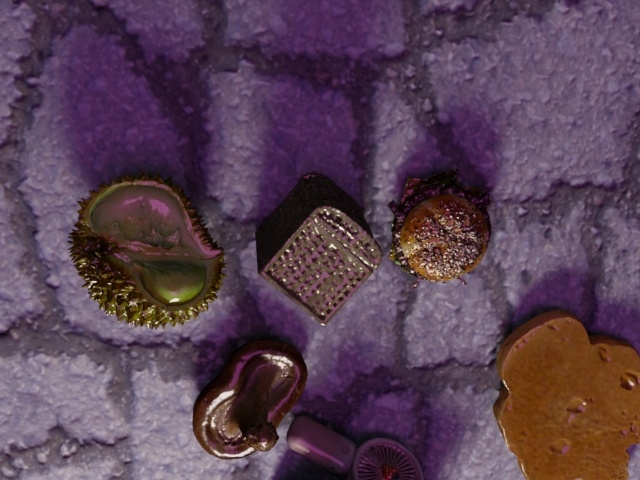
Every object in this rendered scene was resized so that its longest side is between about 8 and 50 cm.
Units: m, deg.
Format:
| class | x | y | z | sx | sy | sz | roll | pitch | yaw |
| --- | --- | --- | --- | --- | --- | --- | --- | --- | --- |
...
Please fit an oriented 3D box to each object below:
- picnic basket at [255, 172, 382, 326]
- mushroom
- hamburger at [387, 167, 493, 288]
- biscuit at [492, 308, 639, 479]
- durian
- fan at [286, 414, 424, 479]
| class | x | y | z | sx | sy | sz | roll | pitch | yaw |
| --- | --- | --- | --- | --- | --- | --- | --- | --- | --- |
| picnic basket | 0.000 | 0.000 | 1.340 | 0.134 | 0.196 | 0.154 | 41 | 99 | -16 |
| mushroom | -0.112 | 0.279 | 1.407 | 0.148 | 0.217 | 0.227 | 27 | 104 | -14 |
| hamburger | 0.189 | -0.016 | 1.407 | 0.163 | 0.093 | 0.190 | -3 | 106 | -4 |
| biscuit | 0.432 | 0.282 | 1.549 | 0.269 | 0.051 | 0.376 | -29 | 109 | 1 |
| durian | -0.253 | 0.022 | 1.324 | 0.237 | 0.176 | 0.200 | 48 | 53 | -4 |
| fan | 0.055 | 0.369 | 1.511 | 0.244 | 0.130 | 0.074 | 29 | 136 | -2 |
